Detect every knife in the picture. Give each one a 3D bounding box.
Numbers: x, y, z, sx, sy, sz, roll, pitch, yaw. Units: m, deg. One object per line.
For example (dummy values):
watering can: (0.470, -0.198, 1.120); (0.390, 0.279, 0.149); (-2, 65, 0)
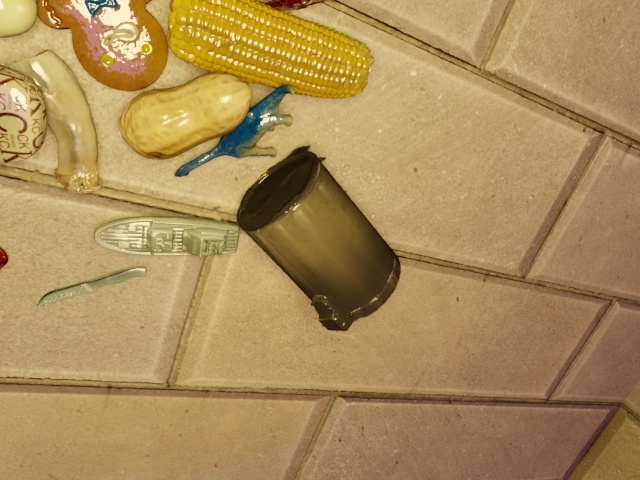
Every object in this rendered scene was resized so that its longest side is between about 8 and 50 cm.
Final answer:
knife: (-0.446, 0.088, 0.877); (0.210, 0.015, 0.028); (-17, 126, -12)

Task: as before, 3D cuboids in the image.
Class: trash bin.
trash bin: (0.000, 0.000, 0.890); (0.301, 0.203, 0.252); (49, 52, -31)

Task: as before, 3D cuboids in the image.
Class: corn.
corn: (-0.074, -0.316, 0.743); (0.345, 0.131, 0.131); (8, 113, -25)

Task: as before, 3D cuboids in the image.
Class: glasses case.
glasses case: (-0.570, -0.205, 0.612); (0.355, 0.085, 0.137); (14, 118, -12)

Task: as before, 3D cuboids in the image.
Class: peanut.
peanut: (-0.218, -0.201, 0.725); (0.237, 0.110, 0.120); (-13, 161, 18)

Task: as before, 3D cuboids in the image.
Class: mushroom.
mushroom: (-0.408, -0.182, 0.717); (0.092, 0.081, 0.223); (-29, 126, -27)

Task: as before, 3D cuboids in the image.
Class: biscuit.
biscuit: (-0.328, -0.349, 0.688); (0.180, 0.039, 0.236); (-26, 124, -8)

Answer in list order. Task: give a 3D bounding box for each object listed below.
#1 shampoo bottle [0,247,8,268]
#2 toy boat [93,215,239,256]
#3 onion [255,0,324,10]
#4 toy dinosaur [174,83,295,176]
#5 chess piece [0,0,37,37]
shampoo bottle: (-0.673, 0.088, 0.761); (0.260, 0.064, 0.102); (-39, 126, 2)
toy boat: (-0.284, -0.005, 0.849); (0.261, 0.085, 0.078); (2, 115, -22)
onion: (-0.055, -0.442, 0.707); (0.206, 0.098, 0.151); (-16, 122, -12)
toy dinosaur: (-0.148, -0.187, 0.775); (0.188, 0.248, 0.075); (-21, 83, -30)
chess piece: (-0.459, -0.391, 0.574); (0.133, 0.133, 0.243); (-19, 128, -11)
